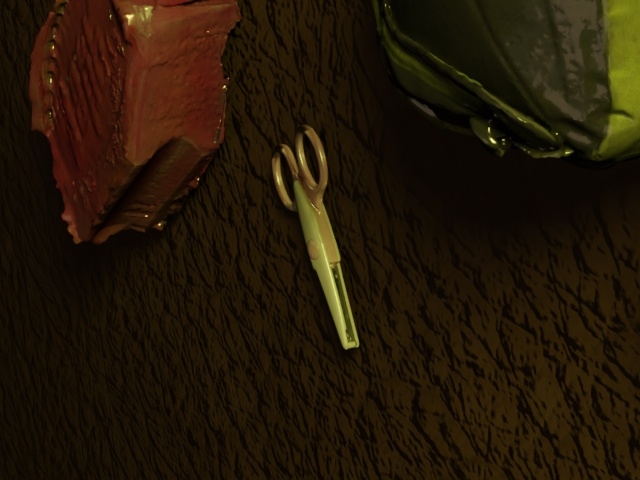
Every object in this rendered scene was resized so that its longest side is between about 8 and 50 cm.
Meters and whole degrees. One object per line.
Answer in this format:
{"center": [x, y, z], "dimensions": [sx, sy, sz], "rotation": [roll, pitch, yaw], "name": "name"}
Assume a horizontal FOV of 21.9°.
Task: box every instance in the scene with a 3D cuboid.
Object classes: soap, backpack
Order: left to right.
{"center": [-0.159, -0.135, 1.425], "dimensions": [0.182, 0.112, 0.289], "rotation": [64, 148, 14], "name": "soap"}
{"center": [0.109, -0.143, 0.915], "dimensions": [0.253, 0.140, 0.207], "rotation": [11, 110, 60], "name": "backpack"}

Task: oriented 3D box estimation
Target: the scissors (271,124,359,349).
{"center": [0.000, 0.000, 1.290], "dimensions": [0.085, 0.022, 0.176], "rotation": [-34, 70, 59], "name": "scissors"}
